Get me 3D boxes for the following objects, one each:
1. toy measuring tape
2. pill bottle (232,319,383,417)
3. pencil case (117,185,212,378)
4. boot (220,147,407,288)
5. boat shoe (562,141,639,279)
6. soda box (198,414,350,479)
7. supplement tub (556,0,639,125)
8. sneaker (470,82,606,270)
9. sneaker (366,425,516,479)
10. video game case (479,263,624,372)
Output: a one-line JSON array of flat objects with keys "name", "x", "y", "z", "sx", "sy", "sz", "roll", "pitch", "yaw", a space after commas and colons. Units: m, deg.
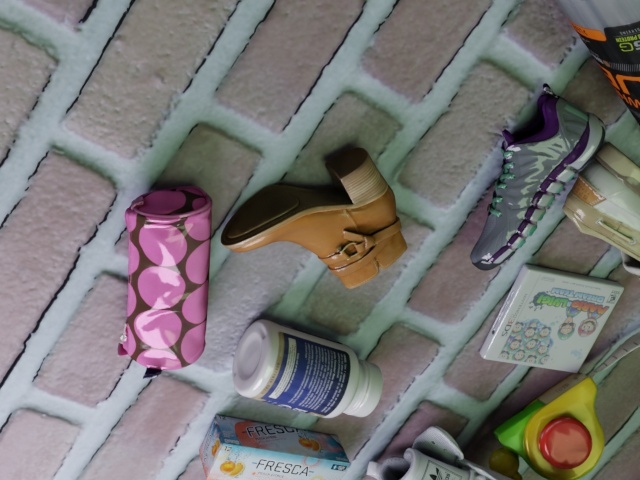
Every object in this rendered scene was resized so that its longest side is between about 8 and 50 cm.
[{"name": "toy measuring tape", "x": 0.377, "y": 0.235, "z": 1.380, "sx": 0.330, "sy": 0.121, "sz": 0.121, "roll": -34, "pitch": 124, "yaw": -1}, {"name": "pill bottle", "x": -0.012, "y": 0.161, "z": 1.221, "sx": 0.169, "sy": 0.094, "sz": 0.094, "roll": 20, "pitch": 112, "yaw": -27}, {"name": "pencil case", "x": -0.170, "y": 0.042, "z": 1.105, "sx": 0.098, "sy": 0.095, "sz": 0.209, "roll": 5, "pitch": 117, "yaw": -3}, {"name": "boot", "x": 0.000, "y": 0.000, "z": 1.146, "sx": 0.197, "sy": 0.073, "sz": 0.152, "roll": -26, "pitch": 128, "yaw": 1}, {"name": "boat shoe", "x": 0.423, "y": 0.002, "z": 1.268, "sx": 0.302, "sy": 0.113, "sz": 0.103, "roll": 37, "pitch": 105, "yaw": -21}, {"name": "soda box", "x": -0.059, "y": 0.277, "z": 1.296, "sx": 0.183, "sy": 0.058, "sz": 0.063, "roll": 15, "pitch": 114, "yaw": -26}, {"name": "supplement tub", "x": 0.387, "y": -0.230, "z": 1.054, "sx": 0.207, "sy": 0.207, "sz": 0.338, "roll": -41, "pitch": 123, "yaw": 8}, {"name": "sneaker", "x": 0.228, "y": -0.073, "z": 1.187, "sx": 0.098, "sy": 0.083, "sz": 0.223, "roll": 34, "pitch": 101, "yaw": -10}, {"name": "sneaker", "x": 0.218, "y": 0.351, "z": 1.292, "sx": 0.210, "sy": 0.366, "sz": 0.137, "roll": 43, "pitch": 62, "yaw": -24}, {"name": "video game case", "x": 0.306, "y": 0.106, "z": 1.339, "sx": 0.157, "sy": 0.019, "sz": 0.143, "roll": 11, "pitch": 116, "yaw": -24}]
